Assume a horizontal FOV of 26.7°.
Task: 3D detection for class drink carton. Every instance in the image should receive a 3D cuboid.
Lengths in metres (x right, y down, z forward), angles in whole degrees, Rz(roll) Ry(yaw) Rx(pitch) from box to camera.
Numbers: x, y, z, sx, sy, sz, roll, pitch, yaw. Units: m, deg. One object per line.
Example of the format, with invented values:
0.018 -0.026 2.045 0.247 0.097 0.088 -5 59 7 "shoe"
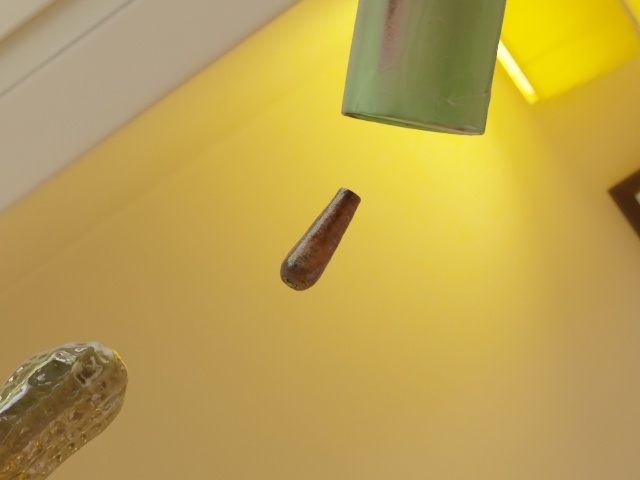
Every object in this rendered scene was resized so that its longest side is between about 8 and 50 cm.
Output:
0.081 -0.154 1.017 0.146 0.142 0.144 9 -179 -12 "drink carton"

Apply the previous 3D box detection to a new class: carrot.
0.000 0.000 1.051 0.032 0.093 0.032 27 157 13 "carrot"

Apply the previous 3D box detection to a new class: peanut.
-0.247 0.155 1.128 0.093 0.194 0.083 42 160 29 "peanut"
